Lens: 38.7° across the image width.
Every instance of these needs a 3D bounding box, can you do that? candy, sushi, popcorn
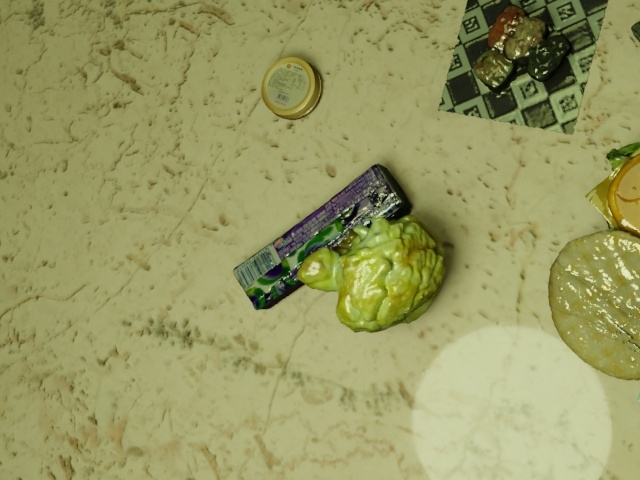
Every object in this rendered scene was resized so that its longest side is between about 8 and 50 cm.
[{"bbox_3d":[0.000,0.000,1.482,0.312,0.061,0.088,-35,70,16],"label":"candy"},{"bbox_3d":[0.305,-0.297,1.401,0.219,0.047,0.231,14,88,25],"label":"sushi"},{"bbox_3d":[0.078,0.046,1.366,0.212,0.198,0.198,10,86,20],"label":"popcorn"}]

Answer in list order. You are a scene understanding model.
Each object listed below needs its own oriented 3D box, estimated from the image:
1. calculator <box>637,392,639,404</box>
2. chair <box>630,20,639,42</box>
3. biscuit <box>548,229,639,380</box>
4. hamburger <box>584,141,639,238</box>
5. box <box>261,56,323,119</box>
[{"bbox_3d":[0.622,0.283,1.174,0.386,0.054,0.256,-7,79,21],"label":"calculator"},{"bbox_3d":[0.553,-0.225,1.253,0.136,0.147,0.270,-30,28,14],"label":"chair"},{"bbox_3d":[0.411,0.089,1.259,0.220,0.033,0.220,16,115,38],"label":"biscuit"},{"bbox_3d":[0.471,-0.055,1.267,0.164,0.093,0.189,-32,73,16],"label":"hamburger"},{"bbox_3d":[-0.049,-0.259,1.556,0.105,0.037,0.105,-3,82,23],"label":"box"}]
